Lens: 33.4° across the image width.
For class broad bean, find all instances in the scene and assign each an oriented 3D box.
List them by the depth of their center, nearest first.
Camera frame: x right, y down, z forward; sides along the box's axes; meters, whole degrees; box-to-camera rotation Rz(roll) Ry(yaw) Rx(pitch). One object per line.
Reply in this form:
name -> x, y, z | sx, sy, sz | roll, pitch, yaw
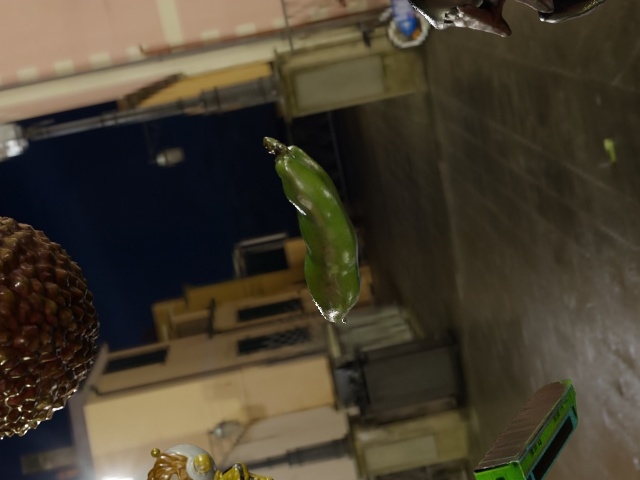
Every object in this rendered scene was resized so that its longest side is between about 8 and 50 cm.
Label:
broad bean -> 0.004, 0.000, 0.996 | 0.254, 0.065, 0.046 | 73, -149, -46

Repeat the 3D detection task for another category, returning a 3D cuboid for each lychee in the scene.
lychee -> -0.340, 0.085, 1.059 | 0.271, 0.236, 0.236 | 117, 142, -76

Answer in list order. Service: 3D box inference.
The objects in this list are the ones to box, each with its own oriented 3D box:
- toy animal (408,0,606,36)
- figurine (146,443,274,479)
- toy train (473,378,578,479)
toy animal -> 0.120, -0.234, 0.748 | 0.218, 0.116, 0.179 | -26, 82, 66
figurine -> -0.116, 0.260, 1.154 | 0.068, 0.143, 0.101 | -75, -28, -49
toy train -> 0.197, 0.181, 0.968 | 0.209, 0.044, 0.042 | -26, -85, -60
